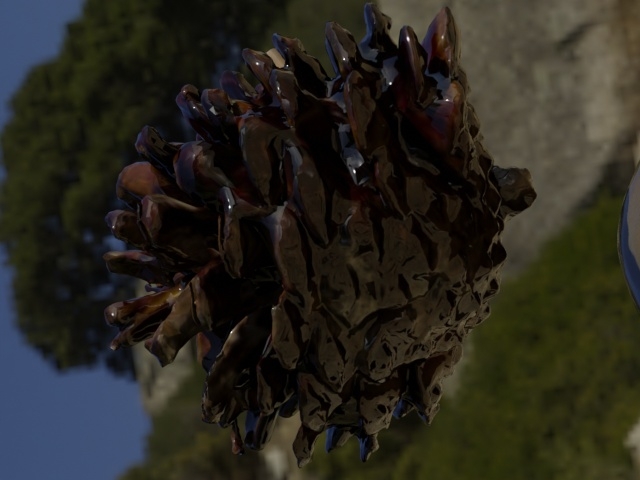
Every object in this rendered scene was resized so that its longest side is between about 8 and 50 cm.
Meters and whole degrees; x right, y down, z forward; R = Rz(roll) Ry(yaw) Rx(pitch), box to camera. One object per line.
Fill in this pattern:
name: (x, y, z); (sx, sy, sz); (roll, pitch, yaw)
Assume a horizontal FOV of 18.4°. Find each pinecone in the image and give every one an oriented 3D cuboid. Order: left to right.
pinecone: (-0.006, -0.001, 1.304); (0.242, 0.296, 0.298); (37, 143, 49)

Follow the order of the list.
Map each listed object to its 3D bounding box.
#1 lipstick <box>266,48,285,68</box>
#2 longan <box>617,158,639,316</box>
lipstick: (-0.015, -0.114, 1.585); (0.094, 0.019, 0.019); (52, -179, 17)
longan: (0.340, -0.010, 1.260); (0.350, 0.288, 0.288); (-23, 72, 61)
